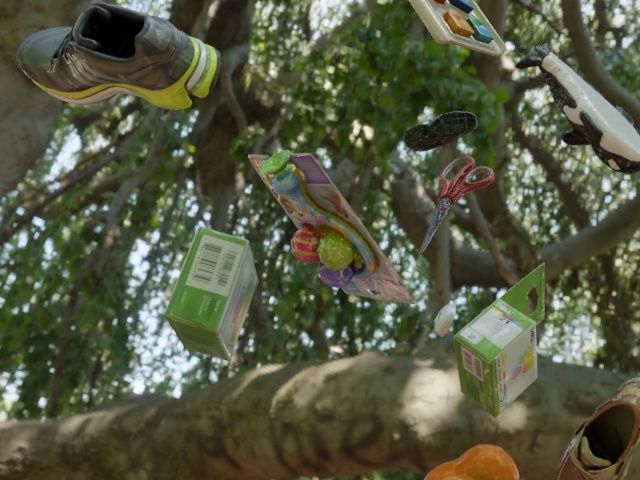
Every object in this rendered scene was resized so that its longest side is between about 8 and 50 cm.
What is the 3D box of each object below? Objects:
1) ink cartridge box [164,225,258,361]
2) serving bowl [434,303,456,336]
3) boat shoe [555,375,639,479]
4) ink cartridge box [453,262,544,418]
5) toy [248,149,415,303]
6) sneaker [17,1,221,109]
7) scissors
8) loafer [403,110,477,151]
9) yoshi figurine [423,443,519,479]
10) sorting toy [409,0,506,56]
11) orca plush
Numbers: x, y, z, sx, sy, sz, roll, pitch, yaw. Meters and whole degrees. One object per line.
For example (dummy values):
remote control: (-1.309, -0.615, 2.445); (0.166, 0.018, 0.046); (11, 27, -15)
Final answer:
ink cartridge box: (-0.120, 0.074, 0.975); (0.062, 0.109, 0.209); (16, -20, 5)
serving bowl: (0.294, 0.188, 1.989); (0.027, 0.083, 0.083); (24, -28, -4)
boat shoe: (0.520, 0.385, 1.554); (0.122, 0.120, 0.324); (43, -52, 32)
ink cartridge box: (0.388, 0.193, 1.633); (0.097, 0.255, 0.189); (36, -26, 39)
toy: (0.000, 0.000, 0.999); (0.137, 0.056, 0.237); (6, -45, 53)
sneaker: (-0.265, -0.236, 1.005); (0.300, 0.111, 0.121); (7, -19, 31)
scissors: (0.252, -0.078, 1.723); (0.109, 0.297, 0.021); (27, -33, 31)
loafer: (0.271, -0.239, 1.838); (0.170, 0.062, 0.061); (-12, -23, 29)
yoshi figurine: (0.154, 0.318, 0.695); (0.203, 0.203, 0.362); (26, 18, 8)
sorting toy: (0.266, -0.455, 1.654); (0.208, 0.193, 0.038); (-4, -32, -43)
orca plush: (0.450, -0.213, 1.478); (0.287, 0.151, 0.102); (42, -51, 4)
